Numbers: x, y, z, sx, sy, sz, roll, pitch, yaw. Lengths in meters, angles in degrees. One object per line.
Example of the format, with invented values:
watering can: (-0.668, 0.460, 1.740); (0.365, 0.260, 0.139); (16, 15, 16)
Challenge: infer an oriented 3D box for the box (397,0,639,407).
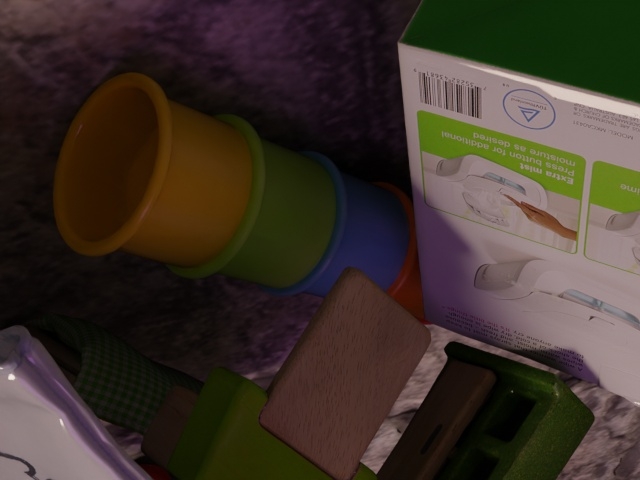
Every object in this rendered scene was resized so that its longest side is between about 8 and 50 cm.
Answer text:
box: (0.183, -0.023, 0.577); (0.261, 0.127, 0.231); (17, 149, 20)

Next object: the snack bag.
snack bag: (-0.151, 0.151, 0.634); (0.323, 0.037, 0.342); (-2, 134, 42)

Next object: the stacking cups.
stacking cups: (0.000, 0.000, 0.698); (0.096, 0.096, 0.316); (-37, 143, 29)

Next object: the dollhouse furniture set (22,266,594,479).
dollhouse furniture set: (-0.032, 0.079, 0.706); (0.197, 0.301, 0.151); (40, 77, -28)

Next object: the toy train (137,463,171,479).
toy train: (-0.182, 0.245, 0.976); (0.143, 0.105, 0.248); (-21, 148, 32)
